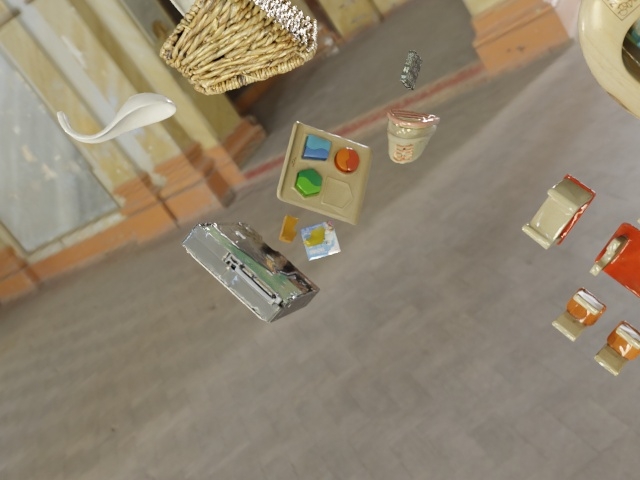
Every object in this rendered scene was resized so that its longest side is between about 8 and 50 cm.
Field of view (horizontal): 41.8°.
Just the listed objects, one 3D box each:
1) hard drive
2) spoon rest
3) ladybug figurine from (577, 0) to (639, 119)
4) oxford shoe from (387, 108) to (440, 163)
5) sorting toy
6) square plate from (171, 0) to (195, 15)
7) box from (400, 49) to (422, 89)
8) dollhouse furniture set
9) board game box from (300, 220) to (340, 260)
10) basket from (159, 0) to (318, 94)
[{"bbox_3d":[-0.135,0.059,1.742,0.064,0.237,0.339,-50,-7,8],"label":"hard drive"},{"bbox_3d":[-0.475,-0.286,1.983,0.276,0.084,0.137,-11,-7,2],"label":"spoon rest"},{"bbox_3d":[0.682,-0.385,1.604,0.305,0.449,0.162,-43,17,34],"label":"ladybug figurine"},{"bbox_3d":[0.249,-0.281,2.315,0.140,0.146,0.397,12,8,9],"label":"oxford shoe"},{"bbox_3d":[0.008,-0.124,2.062,0.041,0.229,0.307,-29,45,63],"label":"sorting toy"},{"bbox_3d":[-0.285,-0.699,1.722,0.049,0.347,0.344,22,72,48],"label":"square plate"},{"bbox_3d":[0.234,-0.436,2.152,0.018,0.067,0.083,16,86,26],"label":"box"},{"bbox_3d":[0.438,0.015,1.223,0.135,0.259,0.262,-20,-35,-54],"label":"dollhouse furniture set"},{"bbox_3d":[0.000,0.000,2.285,0.090,0.090,0.020,-17,-3,1],"label":"board game box"},{"bbox_3d":[-0.151,-0.364,1.559,0.213,0.223,0.299,-48,18,19],"label":"basket"}]
